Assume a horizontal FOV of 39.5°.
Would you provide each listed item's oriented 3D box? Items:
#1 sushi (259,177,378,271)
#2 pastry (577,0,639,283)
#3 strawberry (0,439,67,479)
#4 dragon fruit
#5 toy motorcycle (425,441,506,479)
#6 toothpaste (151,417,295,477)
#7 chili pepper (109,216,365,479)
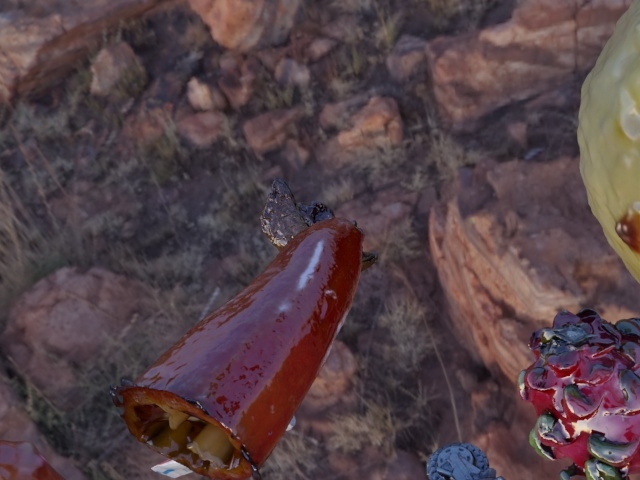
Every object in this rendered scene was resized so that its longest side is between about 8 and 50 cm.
[{"bbox_3d":[0.000,0.000,0.612,0.047,0.099,0.050,-41,41,16],"label":"sushi"},{"bbox_3d":[0.389,-0.076,0.658,0.389,0.388,0.312,-18,40,4],"label":"pastry"},{"bbox_3d":[-0.223,0.160,0.368,0.137,0.306,0.233,-60,23,11],"label":"strawberry"},{"bbox_3d":[0.367,0.195,1.044,0.273,0.198,0.218,10,51,13],"label":"dragon fruit"},{"bbox_3d":[0.150,0.369,1.086,0.173,0.108,0.307,12,42,34],"label":"toy motorcycle"},{"bbox_3d":[-0.114,0.246,1.067,0.190,0.048,0.031,-27,53,20],"label":"toothpaste"},{"bbox_3d":[-0.022,0.040,0.455,0.088,0.065,0.169,3,39,38],"label":"chili pepper"}]
